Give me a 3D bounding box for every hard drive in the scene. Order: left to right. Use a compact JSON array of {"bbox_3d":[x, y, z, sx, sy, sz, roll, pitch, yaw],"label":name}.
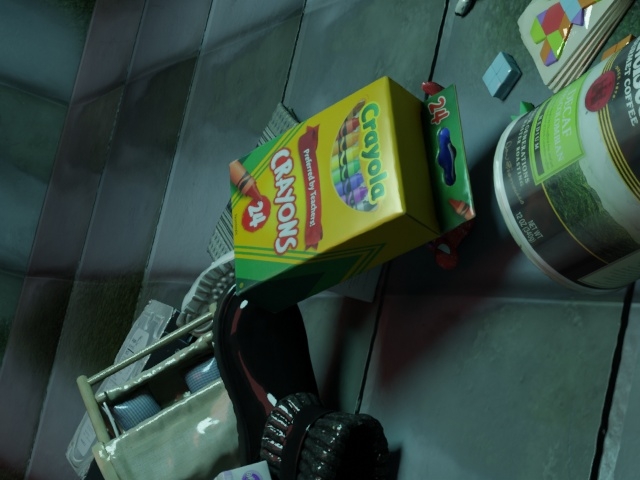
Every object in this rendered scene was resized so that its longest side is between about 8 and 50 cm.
[{"bbox_3d":[-0.345,0.271,2.283,0.339,0.064,0.237,-61,17,-7],"label":"hard drive"}]

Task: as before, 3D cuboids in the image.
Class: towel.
[{"bbox_3d":[-0.077,-0.042,2.087,0.312,0.056,0.324,-62,26,15],"label":"towel"}]

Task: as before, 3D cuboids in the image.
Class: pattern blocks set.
[{"bbox_3d":[0.303,-0.276,1.484,0.325,0.026,0.285,-63,28,21],"label":"pattern blocks set"}]

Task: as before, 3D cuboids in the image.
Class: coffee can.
[{"bbox_3d":[0.319,-0.087,1.144,0.275,0.201,0.202,-36,45,52],"label":"coffee can"}]

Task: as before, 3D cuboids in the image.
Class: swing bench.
[{"bbox_3d":[-0.203,0.266,1.880,0.253,0.165,0.255,-30,31,-2],"label":"swing bench"}]

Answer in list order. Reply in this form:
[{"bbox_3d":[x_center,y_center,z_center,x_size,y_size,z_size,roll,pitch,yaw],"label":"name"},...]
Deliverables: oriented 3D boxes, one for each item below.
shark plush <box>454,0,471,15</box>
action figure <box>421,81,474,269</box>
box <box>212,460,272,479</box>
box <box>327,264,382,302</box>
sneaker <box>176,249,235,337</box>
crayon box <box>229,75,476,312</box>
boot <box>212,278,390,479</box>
[{"bbox_3d":[0.210,-0.373,1.698,0.067,0.073,0.161,-53,8,-32],"label":"shark plush"},{"bbox_3d":[0.118,-0.086,1.622,0.091,0.139,0.280,-49,37,42],"label":"action figure"},{"bbox_3d":[-0.060,0.446,1.598,0.063,0.067,0.324,130,126,-63],"label":"box"},{"bbox_3d":[0.000,0.000,1.754,0.091,0.170,0.130,16,89,63],"label":"box"},{"bbox_3d":[-0.153,0.061,2.010,0.235,0.090,0.095,-40,23,41],"label":"sneaker"},{"bbox_3d":[0.030,-0.063,1.553,0.318,0.081,0.202,-27,53,31],"label":"crayon box"},{"bbox_3d":[-0.025,0.214,1.658,0.260,0.131,0.348,-2,100,67],"label":"boot"}]
